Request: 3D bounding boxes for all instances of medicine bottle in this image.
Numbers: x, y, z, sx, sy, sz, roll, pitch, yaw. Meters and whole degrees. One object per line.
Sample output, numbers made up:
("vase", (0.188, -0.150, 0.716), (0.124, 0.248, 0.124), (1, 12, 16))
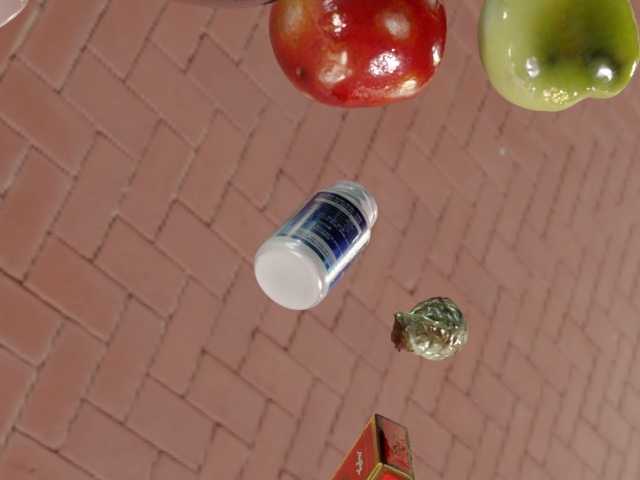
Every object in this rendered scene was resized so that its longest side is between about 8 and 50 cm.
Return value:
("medicine bottle", (0.000, 0.000, 1.619), (0.191, 0.107, 0.107), (-48, 123, -46))

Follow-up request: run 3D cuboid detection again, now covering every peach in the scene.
("peach", (0.055, -0.284, 1.640), (0.244, 0.199, 0.243), (1, 81, -6))

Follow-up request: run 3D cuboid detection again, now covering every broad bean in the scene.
("broad bean", (0.358, -0.303, 1.817), (0.291, 0.119, 0.238), (22, 109, -33))

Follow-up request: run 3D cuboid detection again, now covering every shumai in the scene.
("shumai", (0.161, 0.140, 1.897), (0.087, 0.124, 0.099), (-3, 72, -43))

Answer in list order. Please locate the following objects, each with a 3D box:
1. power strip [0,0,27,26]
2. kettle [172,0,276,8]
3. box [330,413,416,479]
("power strip", (-0.352, -0.238, 1.135), (0.154, 0.154, 0.078), (-47, 131, -38))
("kettle", (-0.096, -0.220, 0.856), (0.232, 0.202, 0.144), (-2, 72, -75))
("box", (0.054, 0.400, 1.845), (0.074, 0.153, 0.239), (29, 108, -7))
